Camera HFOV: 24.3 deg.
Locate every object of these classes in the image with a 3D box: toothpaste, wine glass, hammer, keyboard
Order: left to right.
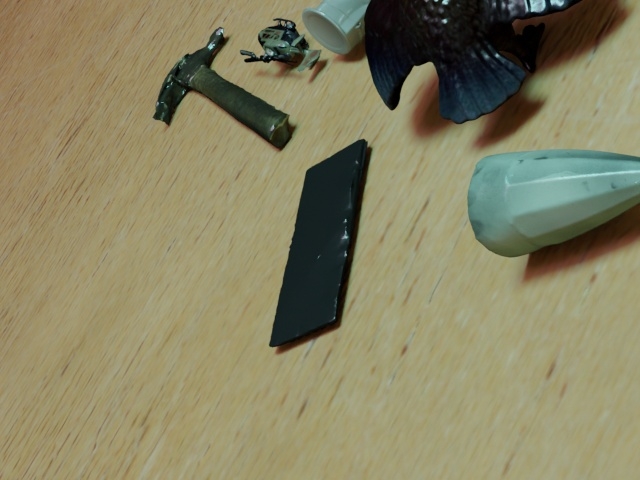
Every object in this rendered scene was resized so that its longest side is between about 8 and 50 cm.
[{"bbox_3d":[-0.091,-0.144,1.498,0.125,0.027,0.297,-52,30,-2],"label":"hammer"},{"bbox_3d":[0.001,0.001,1.221,0.074,0.015,0.197,-31,35,38],"label":"keyboard"},{"bbox_3d":[0.085,-0.288,1.398,0.266,0.061,0.096,-52,27,-15],"label":"toothpaste"},{"bbox_3d":[0.175,-0.033,0.964,0.155,0.073,0.073,-11,48,44],"label":"wine glass"}]

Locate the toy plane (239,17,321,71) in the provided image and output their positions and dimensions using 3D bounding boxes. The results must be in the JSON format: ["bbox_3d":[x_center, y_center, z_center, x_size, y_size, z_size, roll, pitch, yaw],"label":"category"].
[{"bbox_3d":[-0.034,-0.188,1.453,0.049,0.031,0.120,-46,33,-17],"label":"toy plane"}]

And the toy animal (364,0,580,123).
[{"bbox_3d":[0.100,-0.192,1.137,0.218,0.179,0.116,-25,13,37],"label":"toy animal"}]
